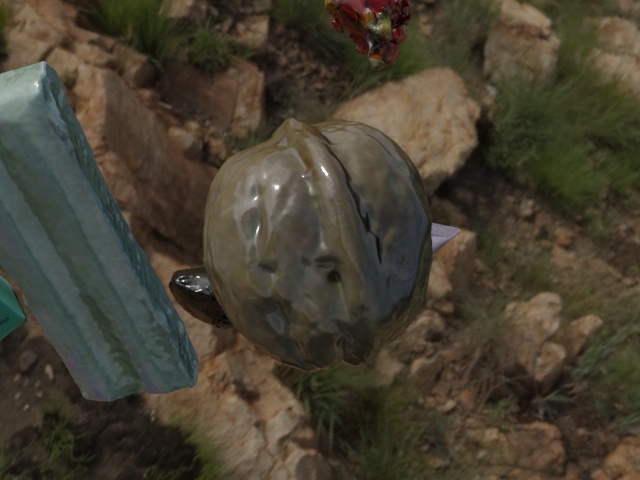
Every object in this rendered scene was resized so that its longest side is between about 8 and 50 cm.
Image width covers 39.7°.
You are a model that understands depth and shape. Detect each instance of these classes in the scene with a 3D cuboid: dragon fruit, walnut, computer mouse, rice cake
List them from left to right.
[{"bbox_3d":[-0.149,0.006,0.529,0.085,0.226,0.040,-15,32,11],"label":"rice cake"},{"bbox_3d":[-0.091,0.064,1.042,0.217,0.122,0.074,-11,104,-62],"label":"computer mouse"},{"bbox_3d":[0.000,0.000,0.787,0.224,0.224,0.224,14,53,-19],"label":"walnut"},{"bbox_3d":[0.081,-0.356,1.380,0.150,0.133,0.208,10,63,-35],"label":"dragon fruit"}]

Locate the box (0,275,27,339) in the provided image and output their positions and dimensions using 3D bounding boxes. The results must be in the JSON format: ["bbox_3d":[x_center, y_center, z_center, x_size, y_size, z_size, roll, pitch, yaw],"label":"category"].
[{"bbox_3d":[-0.688,0.087,1.515,0.205,0.311,0.118,-38,45,-1],"label":"box"}]

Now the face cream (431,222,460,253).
[{"bbox_3d":[0.074,0.042,1.364,0.273,0.154,0.096,-36,116,-24],"label":"face cream"}]
